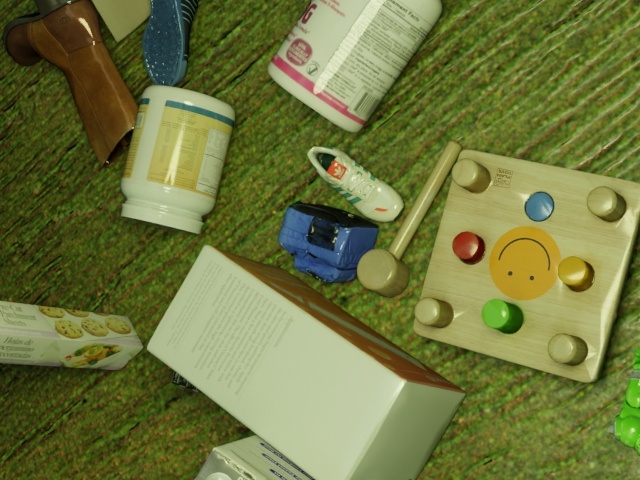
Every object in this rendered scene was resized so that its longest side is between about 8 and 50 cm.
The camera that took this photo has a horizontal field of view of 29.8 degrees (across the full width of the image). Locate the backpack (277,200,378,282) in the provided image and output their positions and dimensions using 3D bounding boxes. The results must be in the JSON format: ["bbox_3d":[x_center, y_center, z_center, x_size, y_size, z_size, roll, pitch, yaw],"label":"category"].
[{"bbox_3d":[0.000,0.000,1.677,0.120,0.098,0.101,24,96,29],"label":"backpack"}]

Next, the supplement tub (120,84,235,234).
[{"bbox_3d":[-0.215,-0.118,1.788,0.144,0.144,0.200,12,87,30],"label":"supplement tub"}]

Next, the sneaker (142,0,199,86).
[{"bbox_3d":[-0.224,-0.357,1.880,0.081,0.090,0.232,10,107,28],"label":"sneaker"}]

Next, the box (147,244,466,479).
[{"bbox_3d":[-0.018,0.172,1.587,0.345,0.215,0.168,33,95,28],"label":"box"}]

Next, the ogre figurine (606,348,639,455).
[{"bbox_3d":[0.422,0.221,1.410,0.197,0.097,0.118,41,90,16],"label":"ogre figurine"}]

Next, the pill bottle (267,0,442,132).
[{"bbox_3d":[0.066,-0.306,1.659,0.160,0.160,0.283,40,100,28],"label":"pill bottle"}]

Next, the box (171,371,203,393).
[{"bbox_3d":[-0.181,0.181,1.788,0.067,0.018,0.083,12,87,30],"label":"box"}]

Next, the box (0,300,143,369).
[{"bbox_3d":[-0.388,0.139,1.735,0.063,0.324,0.067,-44,62,19],"label":"box"}]

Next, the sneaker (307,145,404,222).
[{"bbox_3d":[0.043,-0.080,1.679,0.161,0.075,0.057,41,101,28],"label":"sneaker"}]

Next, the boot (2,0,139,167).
[{"bbox_3d":[-0.391,-0.252,1.941,0.264,0.096,0.280,-28,88,46],"label":"boot"}]

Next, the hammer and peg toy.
[{"bbox_3d":[0.215,0.010,1.539,0.361,0.127,0.266,15,89,30],"label":"hammer and peg toy"}]

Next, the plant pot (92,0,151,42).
[{"bbox_3d":[-0.315,-0.403,1.910,0.096,0.109,0.109,-27,52,-1],"label":"plant pot"}]

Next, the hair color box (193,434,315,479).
[{"bbox_3d":[-0.036,0.332,1.476,0.185,0.339,0.110,34,92,13],"label":"hair color box"}]
